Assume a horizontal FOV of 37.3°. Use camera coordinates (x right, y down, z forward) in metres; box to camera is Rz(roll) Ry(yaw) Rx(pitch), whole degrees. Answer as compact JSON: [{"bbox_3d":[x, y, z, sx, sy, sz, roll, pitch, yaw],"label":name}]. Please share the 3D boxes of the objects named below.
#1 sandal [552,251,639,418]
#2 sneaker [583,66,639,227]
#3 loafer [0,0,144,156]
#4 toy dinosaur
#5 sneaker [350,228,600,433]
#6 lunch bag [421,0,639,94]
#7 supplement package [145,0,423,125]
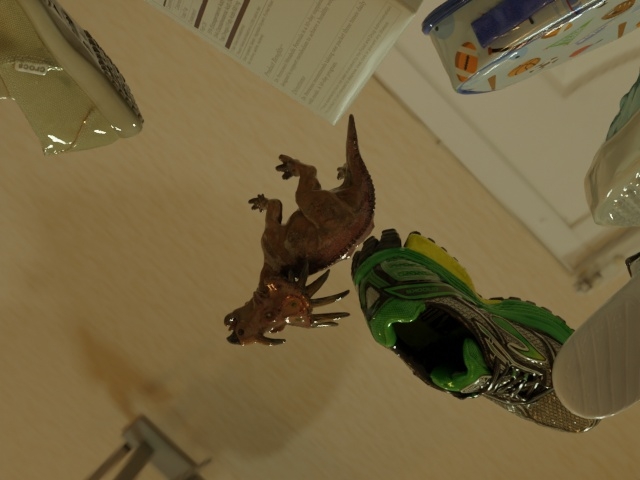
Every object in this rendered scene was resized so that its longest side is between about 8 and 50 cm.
[{"bbox_3d":[0.284,0.053,0.801,0.265,0.102,0.076,-30,-175,-17],"label":"sandal"},{"bbox_3d":[0.273,-0.150,0.578,0.366,0.135,0.150,123,-35,-49],"label":"sneaker"},{"bbox_3d":[-0.228,-0.149,0.665,0.092,0.268,0.102,-36,-138,1],"label":"loafer"},{"bbox_3d":[0.000,0.000,1.187,0.296,0.127,0.200,-52,-144,16],"label":"toy dinosaur"},{"bbox_3d":[0.174,0.133,1.037,0.134,0.343,0.146,-50,-159,29],"label":"sneaker"},{"bbox_3d":[0.268,-0.267,1.001,0.303,0.115,0.243,-30,173,33],"label":"lunch bag"},{"bbox_3d":[-0.042,-0.214,0.601,0.139,0.244,0.134,-61,-174,-30],"label":"supplement package"}]
